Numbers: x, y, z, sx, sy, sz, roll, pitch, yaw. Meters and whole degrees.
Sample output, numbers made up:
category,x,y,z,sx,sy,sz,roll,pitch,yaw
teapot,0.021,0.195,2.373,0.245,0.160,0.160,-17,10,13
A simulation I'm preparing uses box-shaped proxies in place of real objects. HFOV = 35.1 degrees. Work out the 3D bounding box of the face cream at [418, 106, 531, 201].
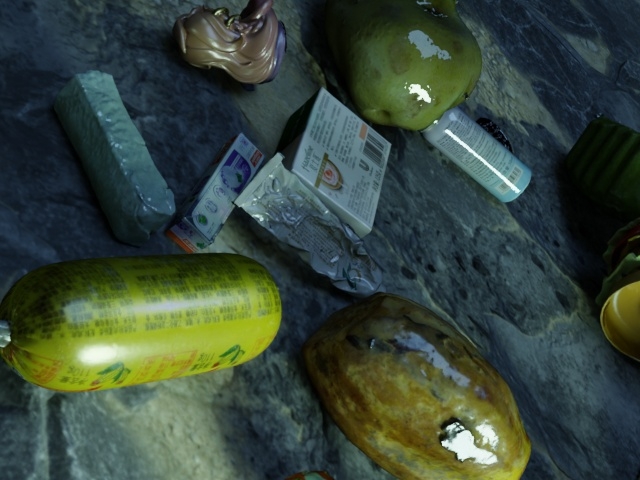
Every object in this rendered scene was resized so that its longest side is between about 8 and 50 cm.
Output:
category,x,y,z,sx,sy,sz,roll,pitch,yaw
face cream,0.239,-0.156,1.645,0.229,0.075,0.075,37,39,-20

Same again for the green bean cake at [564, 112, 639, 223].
category,x,y,z,sx,sy,sz,roll,pitch,yaw
green bean cake,0.592,-0.097,1.845,0.249,0.156,0.247,26,12,-23

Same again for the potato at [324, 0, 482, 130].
category,x,y,z,sx,sy,sz,roll,pitch,yaw
potato,0.111,-0.314,1.544,0.218,0.203,0.351,-5,53,-21

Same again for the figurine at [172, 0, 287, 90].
category,x,y,z,sx,sy,sz,roll,pitch,yaw
figurine,-0.113,-0.265,1.332,0.114,0.126,0.157,23,15,40

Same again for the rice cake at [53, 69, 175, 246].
category,x,y,z,sx,sy,sz,roll,pitch,yaw
rice cake,-0.226,-0.096,1.107,0.063,0.069,0.207,-10,69,-50

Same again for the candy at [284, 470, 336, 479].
category,x,y,z,sx,sy,sz,roll,pitch,yaw
candy,0.057,0.299,1.093,0.287,0.078,0.084,20,44,-47

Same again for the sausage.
category,x,y,z,sx,sy,sz,roll,pitch,yaw
sausage,-0.166,0.075,0.981,0.347,0.123,0.123,-3,63,-47

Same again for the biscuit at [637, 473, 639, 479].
category,x,y,z,sx,sy,sz,roll,pitch,yaw
biscuit,0.550,0.388,1.571,0.139,0.016,0.231,53,37,1

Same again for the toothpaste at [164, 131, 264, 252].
category,x,y,z,sx,sy,sz,roll,pitch,yaw
toothpaste,-0.123,-0.058,1.209,0.047,0.040,0.196,45,37,-16

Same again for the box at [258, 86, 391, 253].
category,x,y,z,sx,sy,sz,roll,pitch,yaw
box,0.010,-0.093,1.346,0.135,0.081,0.199,38,37,-17

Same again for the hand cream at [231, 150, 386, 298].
category,x,y,z,sx,sy,sz,roll,pitch,yaw
hand cream,0.002,0.001,1.248,0.257,0.084,0.050,45,-9,-34

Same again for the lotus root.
category,x,y,z,sx,sy,sz,roll,pitch,yaw
lotus root,0.127,0.178,1.165,0.291,0.193,0.193,45,37,-8

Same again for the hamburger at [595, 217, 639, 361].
category,x,y,z,sx,sy,sz,roll,pitch,yaw
hamburger,0.598,0.063,1.662,0.274,0.274,0.212,39,49,-17

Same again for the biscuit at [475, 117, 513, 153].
category,x,y,z,sx,sy,sz,roll,pitch,yaw
biscuit,0.300,-0.173,1.763,0.087,0.027,0.089,8,55,-44
